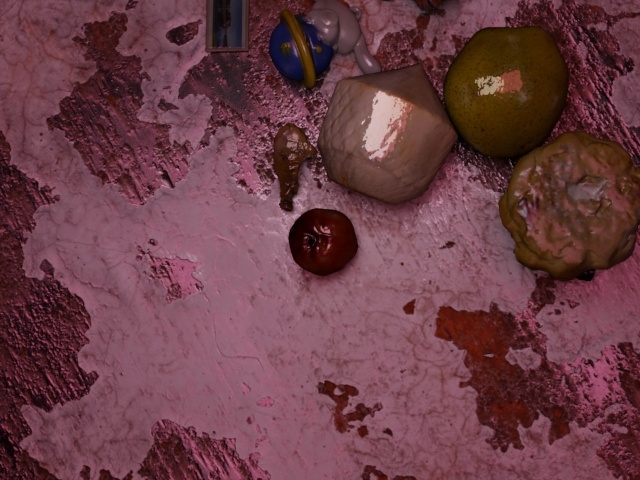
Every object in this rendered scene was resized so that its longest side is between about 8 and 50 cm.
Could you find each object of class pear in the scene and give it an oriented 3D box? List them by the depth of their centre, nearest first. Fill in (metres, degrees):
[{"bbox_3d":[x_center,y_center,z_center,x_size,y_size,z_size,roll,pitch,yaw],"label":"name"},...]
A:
[{"bbox_3d":[0.413,-0.326,1.760,0.294,0.294,0.295,-1,84,5],"label":"pear"}]

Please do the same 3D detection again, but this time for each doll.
[{"bbox_3d":[-0.017,-0.512,1.871,0.242,0.159,0.311,-19,79,3],"label":"doll"}]

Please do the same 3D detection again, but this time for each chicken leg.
[{"bbox_3d":[-0.063,-0.173,1.882,0.101,0.085,0.208,3,93,-9],"label":"chicken leg"}]

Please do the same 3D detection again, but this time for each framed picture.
[{"bbox_3d":[-0.231,-0.541,1.966,0.109,0.011,0.149,-1,83,5],"label":"framed picture"}]

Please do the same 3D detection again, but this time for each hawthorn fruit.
[{"bbox_3d":[0.000,0.000,1.797,0.156,0.194,0.157,-1,86,15],"label":"hawthorn fruit"}]

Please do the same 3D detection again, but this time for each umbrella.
[{"bbox_3d":[0.539,0.044,1.823,0.188,0.046,0.050,20,56,8],"label":"umbrella"}]

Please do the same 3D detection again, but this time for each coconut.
[{"bbox_3d":[0.157,-0.250,1.772,0.328,0.329,0.329,-1,84,5],"label":"coconut"}]

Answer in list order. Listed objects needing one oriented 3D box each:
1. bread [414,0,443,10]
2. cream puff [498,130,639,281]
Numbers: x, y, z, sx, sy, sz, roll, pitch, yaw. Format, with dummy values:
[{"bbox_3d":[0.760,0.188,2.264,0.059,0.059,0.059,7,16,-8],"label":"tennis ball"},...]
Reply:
[{"bbox_3d":[0.247,-0.676,1.856,0.190,0.123,0.244,-35,100,-15],"label":"bread"},{"bbox_3d":[0.541,-0.064,1.724,0.291,0.257,0.325,26,84,10],"label":"cream puff"}]
